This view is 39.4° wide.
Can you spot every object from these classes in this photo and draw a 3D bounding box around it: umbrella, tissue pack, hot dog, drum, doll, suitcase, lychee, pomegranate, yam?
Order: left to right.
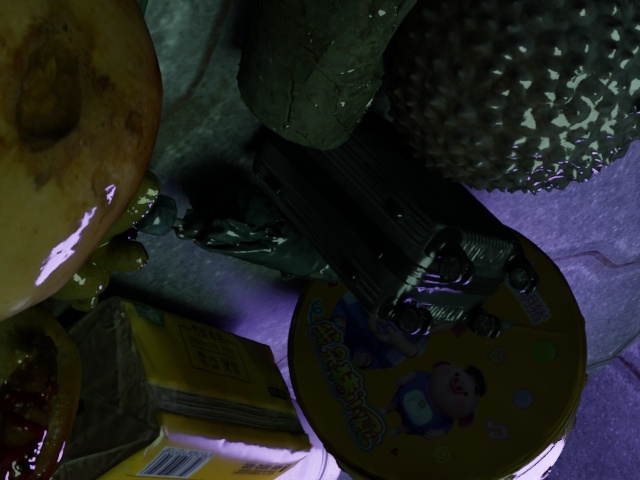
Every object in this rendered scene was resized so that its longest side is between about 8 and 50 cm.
[{"bbox_3d":[-0.279,-0.097,0.555,0.338,0.338,0.338,-23,151,-14],"label":"pomegranate"},{"bbox_3d":[-0.421,0.257,0.965,0.185,0.223,0.405,35,96,-36],"label":"hot dog"},{"bbox_3d":[-0.237,-0.019,0.930,0.209,0.137,0.097,-43,-167,29],"label":"doll"},{"bbox_3d":[-0.236,0.258,1.233,0.293,0.228,0.382,-35,151,15],"label":"tissue pack"},{"bbox_3d":[-0.071,-0.013,1.057,0.143,0.094,0.349,-13,161,42],"label":"umbrella"},{"bbox_3d":[0.009,-0.203,0.816,0.154,0.154,0.254,-12,152,-31],"label":"yam"},{"bbox_3d":[0.079,-0.030,0.986,0.202,0.312,0.128,9,122,-49],"label":"suitcase"},{"bbox_3d":[0.172,0.185,1.305,0.431,0.431,0.214,-29,153,-3],"label":"drum"},{"bbox_3d":[0.209,-0.181,0.908,0.300,0.300,0.300,-23,151,-14],"label":"lychee"}]

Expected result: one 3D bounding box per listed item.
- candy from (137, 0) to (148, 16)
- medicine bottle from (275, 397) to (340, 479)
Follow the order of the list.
[{"bbox_3d":[-0.147,-0.219,0.725,0.091,0.083,0.305,-15,156,-30],"label":"candy"},{"bbox_3d":[-0.109,0.366,1.554,0.208,0.208,0.340,-38,151,13],"label":"medicine bottle"}]
